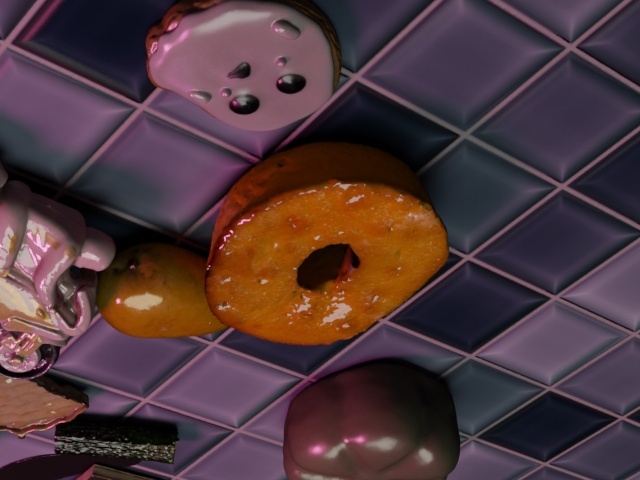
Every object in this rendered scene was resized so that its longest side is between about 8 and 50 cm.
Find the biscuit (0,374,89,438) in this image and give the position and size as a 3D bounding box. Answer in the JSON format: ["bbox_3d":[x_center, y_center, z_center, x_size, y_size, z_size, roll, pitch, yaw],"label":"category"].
[{"bbox_3d":[-0.471,0.203,1.840,0.187,0.036,0.273,-27,138,24],"label":"biscuit"}]

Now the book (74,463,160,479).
[{"bbox_3d":[-0.305,0.424,2.151,0.228,0.024,0.160,22,135,-32],"label":"book"}]

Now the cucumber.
[{"bbox_3d":[-0.298,0.290,1.962,0.187,0.058,0.058,9,139,-20],"label":"cucumber"}]

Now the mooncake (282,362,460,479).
[{"bbox_3d":[0.074,0.296,1.966,0.275,0.135,0.275,-2,144,-1],"label":"mooncake"}]

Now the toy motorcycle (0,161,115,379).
[{"bbox_3d":[-0.354,0.017,1.544,0.223,0.108,0.340,-21,125,11],"label":"toy motorcycle"}]

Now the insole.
[{"bbox_3d":[-0.386,0.343,2.056,0.232,0.003,0.080,-10,142,3],"label":"insole"}]

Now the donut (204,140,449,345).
[{"bbox_3d":[0.000,0.000,1.600,0.303,0.110,0.303,-6,141,-5],"label":"donut"}]

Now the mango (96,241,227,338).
[{"bbox_3d":[-0.187,0.067,1.668,0.195,0.098,0.137,19,133,-39],"label":"mango"}]

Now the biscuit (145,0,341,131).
[{"bbox_3d":[-0.072,-0.184,1.405,0.181,0.049,0.208,-32,133,30],"label":"biscuit"}]
